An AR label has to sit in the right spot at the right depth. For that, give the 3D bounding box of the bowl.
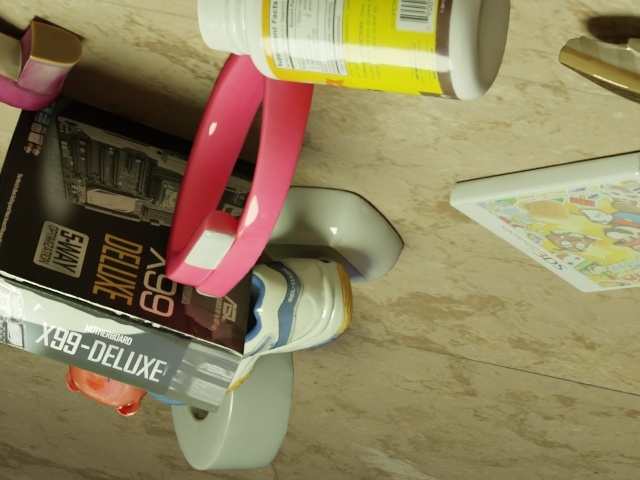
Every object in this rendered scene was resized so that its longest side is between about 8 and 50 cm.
[{"bbox_3d":[0.000,0.000,1.983,0.142,0.053,0.142,2,156,29],"label":"bowl"}]

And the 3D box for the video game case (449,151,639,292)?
[{"bbox_3d":[0.266,-0.011,1.805,0.206,0.026,0.227,31,154,-36],"label":"video game case"}]

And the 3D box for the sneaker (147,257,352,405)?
[{"bbox_3d":[-0.108,0.082,1.973,0.131,0.112,0.296,6,152,-44],"label":"sneaker"}]

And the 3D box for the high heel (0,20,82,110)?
[{"bbox_3d":[-0.339,-0.174,1.743,0.244,0.082,0.117,11,152,-25],"label":"high heel"}]

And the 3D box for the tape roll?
[{"bbox_3d":[-0.100,0.142,2.168,0.072,0.219,0.219,2,165,-23],"label":"tape roll"}]

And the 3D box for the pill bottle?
[{"bbox_3d":[0.024,-0.170,1.447,0.215,0.117,0.117,8,158,19],"label":"pill bottle"}]

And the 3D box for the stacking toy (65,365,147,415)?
[{"bbox_3d":[-0.322,0.063,2.117,0.309,0.130,0.279,23,175,29],"label":"stacking toy"}]

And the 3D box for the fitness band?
[{"bbox_3d":[-0.066,-0.070,1.633,0.054,0.209,0.291,17,160,-12],"label":"fitness band"}]

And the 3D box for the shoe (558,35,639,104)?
[{"bbox_3d":[0.289,-0.122,1.485,0.219,0.058,0.076,17,179,6],"label":"shoe"}]

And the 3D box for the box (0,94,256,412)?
[{"bbox_3d":[-0.182,0.002,1.785,0.242,0.307,0.076,20,122,-10],"label":"box"}]
